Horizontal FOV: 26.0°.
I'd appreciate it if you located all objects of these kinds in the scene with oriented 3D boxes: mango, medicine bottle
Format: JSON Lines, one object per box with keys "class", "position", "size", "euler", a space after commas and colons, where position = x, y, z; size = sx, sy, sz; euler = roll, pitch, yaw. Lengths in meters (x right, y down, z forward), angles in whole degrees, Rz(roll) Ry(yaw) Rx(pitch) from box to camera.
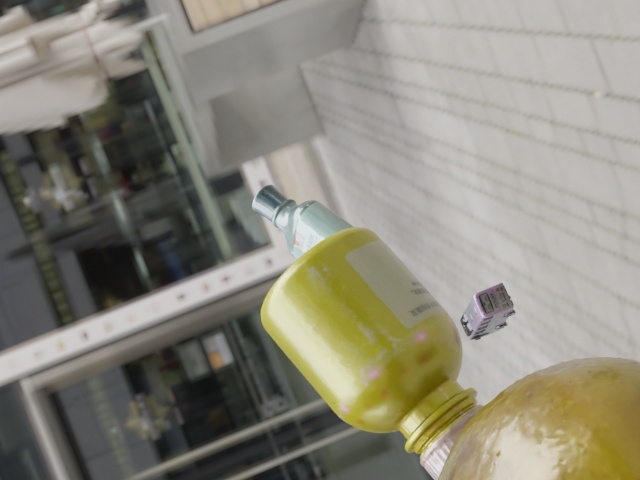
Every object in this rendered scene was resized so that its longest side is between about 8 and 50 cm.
{"class": "mango", "position": [0.121, 0.192, 0.719], "size": [0.175, 0.176, 0.329], "euler": [38, 132, 19]}
{"class": "medicine bottle", "position": [0.060, 0.101, 1.106], "size": [0.212, 0.122, 0.122], "euler": [49, 169, 17]}
{"class": "medicine bottle", "position": [0.000, 0.000, 1.744], "size": [0.208, 0.054, 0.090], "euler": [36, 137, 27]}

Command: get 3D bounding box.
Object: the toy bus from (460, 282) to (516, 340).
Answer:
{"class": "toy bus", "position": [0.197, 0.086, 1.634], "size": [0.131, 0.052, 0.037], "euler": [97, 150, -73]}
